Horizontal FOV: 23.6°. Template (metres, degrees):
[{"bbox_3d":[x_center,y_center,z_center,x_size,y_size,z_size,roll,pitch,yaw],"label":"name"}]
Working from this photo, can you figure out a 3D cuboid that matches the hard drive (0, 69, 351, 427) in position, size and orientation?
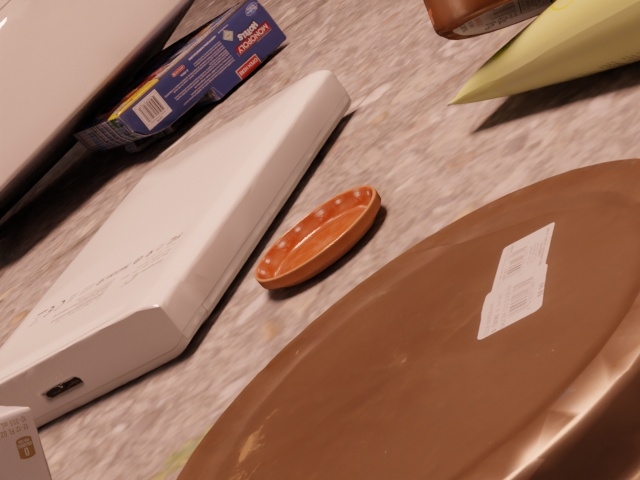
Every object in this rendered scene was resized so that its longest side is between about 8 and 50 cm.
[{"bbox_3d":[-0.108,0.007,1.027,0.203,0.040,0.307,-28,18,33],"label":"hard drive"}]

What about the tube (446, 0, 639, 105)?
[{"bbox_3d":[0.151,-0.116,0.775,0.240,0.070,0.062,162,115,-66],"label":"tube"}]

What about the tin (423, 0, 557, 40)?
[{"bbox_3d":[0.147,-0.159,0.843,0.189,0.040,0.106,-21,1,9],"label":"tin"}]

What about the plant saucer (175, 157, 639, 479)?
[{"bbox_3d":[0.043,0.058,0.540,0.278,0.041,0.278,-34,14,10],"label":"plant saucer"}]

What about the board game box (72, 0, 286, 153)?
[{"bbox_3d":[-0.155,-0.155,1.575,0.194,0.060,0.194,-45,15,-21],"label":"board game box"}]

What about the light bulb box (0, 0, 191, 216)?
[{"bbox_3d":[-0.330,-0.206,1.641,0.358,0.225,0.361,-48,7,-17],"label":"light bulb box"}]

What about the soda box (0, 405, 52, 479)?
[{"bbox_3d":[-0.235,0.140,0.711,0.216,0.069,0.074,-18,4,-29],"label":"soda box"}]

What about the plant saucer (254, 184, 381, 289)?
[{"bbox_3d":[0.000,0.000,0.854,0.083,0.013,0.083,-35,15,11],"label":"plant saucer"}]
